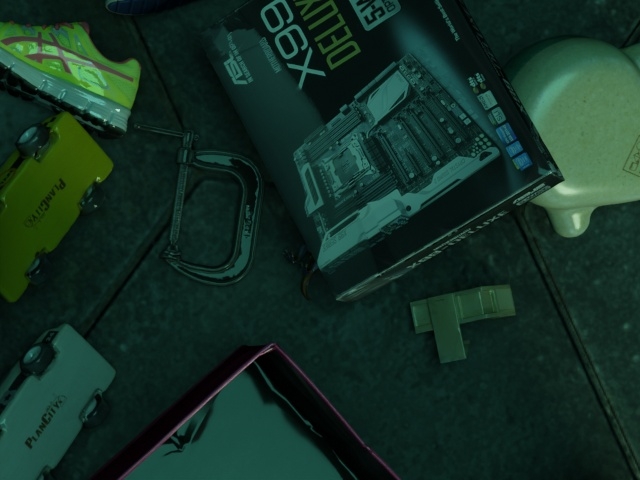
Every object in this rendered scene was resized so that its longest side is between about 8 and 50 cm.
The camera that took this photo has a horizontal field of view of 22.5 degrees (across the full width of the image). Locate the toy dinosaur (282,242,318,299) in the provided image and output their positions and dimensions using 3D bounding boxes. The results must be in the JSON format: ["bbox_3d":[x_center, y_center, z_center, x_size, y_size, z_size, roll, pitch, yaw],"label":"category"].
[{"bbox_3d":[0.000,0.000,1.643,0.047,0.090,0.082,32,52,27],"label":"toy dinosaur"}]

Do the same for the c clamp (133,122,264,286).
[{"bbox_3d":[-0.126,-0.035,1.628,0.137,0.022,0.161,3,84,-14],"label":"c clamp"}]

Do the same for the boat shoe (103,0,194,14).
[{"bbox_3d":[-0.137,-0.277,1.625,0.183,0.066,0.066,-17,84,-19],"label":"boat shoe"}]

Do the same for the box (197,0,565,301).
[{"bbox_3d":[0.055,-0.131,1.558,0.242,0.076,0.307,-30,77,14],"label":"box"}]

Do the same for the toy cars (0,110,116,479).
[{"bbox_3d":[-0.290,0.071,1.557,0.176,0.087,0.394,2,87,-44],"label":"toy cars"}]

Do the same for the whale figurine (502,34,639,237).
[{"bbox_3d":[0.285,-0.108,1.653,0.272,0.141,0.216,18,100,-29],"label":"whale figurine"}]

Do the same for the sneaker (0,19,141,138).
[{"bbox_3d":[-0.272,-0.185,1.592,0.208,0.081,0.094,29,75,-12],"label":"sneaker"}]

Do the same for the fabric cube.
[{"bbox_3d":[-0.068,0.268,1.494,0.254,0.258,0.259,-42,93,-10],"label":"fabric cube"}]

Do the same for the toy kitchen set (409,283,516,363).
[{"bbox_3d":[0.150,0.087,1.655,0.083,0.075,0.068,-14,84,30],"label":"toy kitchen set"}]
